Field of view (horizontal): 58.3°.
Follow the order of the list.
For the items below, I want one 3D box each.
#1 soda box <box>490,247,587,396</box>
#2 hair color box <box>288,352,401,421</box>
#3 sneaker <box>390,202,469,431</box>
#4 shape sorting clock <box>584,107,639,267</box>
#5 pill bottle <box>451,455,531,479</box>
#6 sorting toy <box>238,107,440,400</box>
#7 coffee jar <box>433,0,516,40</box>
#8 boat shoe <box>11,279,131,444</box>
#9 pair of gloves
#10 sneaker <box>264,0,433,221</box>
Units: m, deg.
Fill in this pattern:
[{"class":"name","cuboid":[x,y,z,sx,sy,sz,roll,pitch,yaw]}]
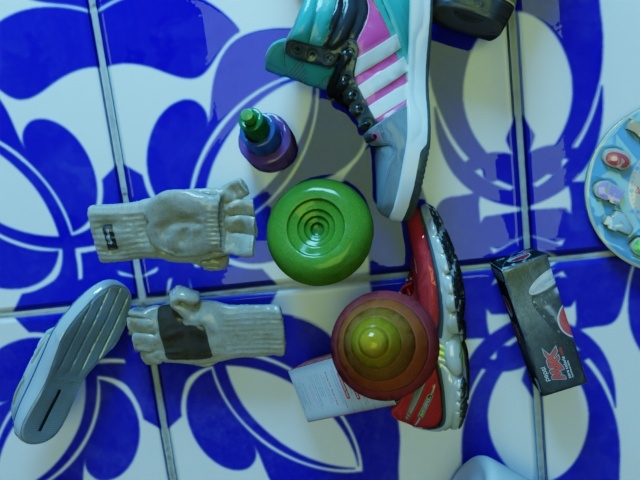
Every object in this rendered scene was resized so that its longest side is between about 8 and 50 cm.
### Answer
[{"class":"soda box","cuboid":[0.267,0.098,0.702,0.060,0.053,0.169,-20,98,7]},{"class":"hair color box","cuboid":[0.033,0.170,0.696,0.141,0.043,0.072,-24,86,39]},{"class":"sneaker","cuboid":[0.113,0.097,0.691,0.118,0.107,0.279,-3,95,18]},{"class":"shape sorting clock","cuboid":[0.418,-0.062,0.673,0.206,0.040,0.207,1,99,3]},{"class":"pill bottle","cuboid":[0.272,0.378,0.707,0.229,0.131,0.131,29,100,-1]},{"class":"sorting toy","cuboid":[0.000,0.000,0.611,0.127,0.126,0.366,-31,75,4]},{"class":"coffee jar","cuboid":[0.184,-0.320,0.627,0.096,0.079,0.185,17,100,1]},{"class":"boat shoe","cuboid":[-0.331,0.142,0.733,0.075,0.083,0.226,25,81,38]},{"class":"pair of gloves","cuboid":[-0.157,0.050,0.706,0.204,0.042,0.240,-10,110,10]},{"class":"sneaker","cuboid":[0.028,-0.170,0.637,0.178,0.124,0.296,1,92,-1]}]
